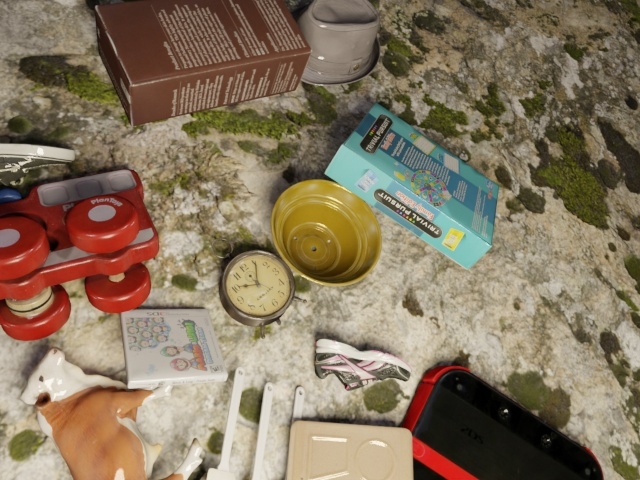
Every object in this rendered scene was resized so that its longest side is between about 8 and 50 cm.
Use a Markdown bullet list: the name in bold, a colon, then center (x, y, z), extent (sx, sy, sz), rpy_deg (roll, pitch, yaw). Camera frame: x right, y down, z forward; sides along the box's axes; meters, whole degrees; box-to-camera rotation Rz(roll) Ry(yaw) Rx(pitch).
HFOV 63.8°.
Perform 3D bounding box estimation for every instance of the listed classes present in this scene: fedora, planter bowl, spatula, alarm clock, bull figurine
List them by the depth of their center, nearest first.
- **bull figurine**: center (-0.289, 0.282, 0.735), extent (0.188, 0.101, 0.311), rpy_deg (-21, 74, -28)
- **spatula**: center (-0.093, 0.333, 0.804), extent (0.168, 0.019, 0.242), rpy_deg (25, 53, -26)
- **alarm clock**: center (-0.126, 0.071, 0.912), extent (0.129, 0.064, 0.192), rpy_deg (-37, 84, -29)
- **planter bowl**: center (0.000, 0.000, 0.972), extent (0.217, 0.090, 0.217), rpy_deg (9, 61, -17)
- **fedora**: center (0.033, -0.493, 1.196), extent (0.275, 0.124, 0.244), rpy_deg (-18, 72, -25)

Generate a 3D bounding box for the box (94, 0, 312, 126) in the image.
- **box**: center (-0.232, -0.381, 1.047), extent (0.381, 0.143, 0.191), rpy_deg (-19, 74, -27)

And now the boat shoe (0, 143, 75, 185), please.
- **boat shoe**: center (-0.533, -0.128, 0.867), extent (0.219, 0.077, 0.070), rpy_deg (-6, 102, -31)

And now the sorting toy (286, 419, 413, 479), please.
- **sorting toy**: center (0.047, 0.392, 0.812), extent (0.208, 0.038, 0.193), rpy_deg (7, 63, -8)

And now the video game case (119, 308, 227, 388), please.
- **video game case**: center (-0.231, 0.162, 0.801), extent (0.143, 0.019, 0.157), rpy_deg (4, 31, -28)

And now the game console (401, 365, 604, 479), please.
- **game console**: center (0.298, 0.444, 0.897), extent (0.386, 0.060, 0.342), rpy_deg (33, 66, -1)

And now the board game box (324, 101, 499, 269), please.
- **board game box**: center (0.202, -0.124, 1.061), extent (0.336, 0.079, 0.254), rpy_deg (34, 38, -1)

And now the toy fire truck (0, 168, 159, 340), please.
- **toy fire truck**: center (-0.415, -0.007, 0.813), extent (0.302, 0.169, 0.254), rpy_deg (-16, 46, -23)

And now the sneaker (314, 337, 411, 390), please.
- **sneaker**: center (0.069, 0.231, 0.912), extent (0.178, 0.072, 0.077), rpy_deg (15, 74, -3)
